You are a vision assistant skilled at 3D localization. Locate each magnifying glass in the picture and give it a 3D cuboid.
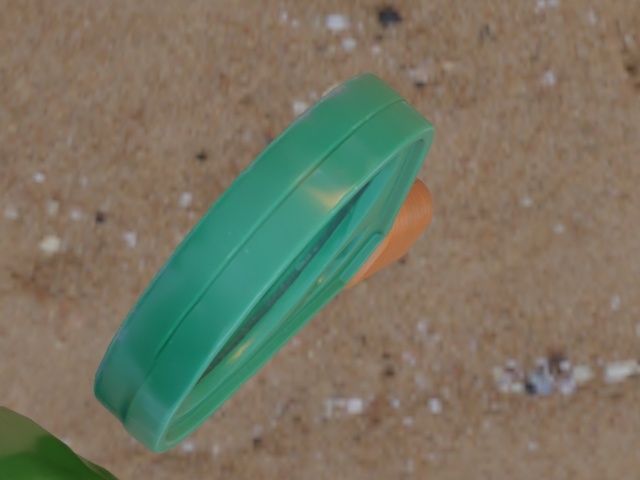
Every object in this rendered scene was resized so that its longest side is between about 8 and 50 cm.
[{"bbox_3d":[0.000,0.000,0.473,0.026,0.231,0.092,40,100,7],"label":"magnifying glass"}]

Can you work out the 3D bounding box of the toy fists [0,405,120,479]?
[{"bbox_3d":[-0.076,0.162,0.302,0.096,0.279,0.142,-7,158,24],"label":"toy fists"}]
